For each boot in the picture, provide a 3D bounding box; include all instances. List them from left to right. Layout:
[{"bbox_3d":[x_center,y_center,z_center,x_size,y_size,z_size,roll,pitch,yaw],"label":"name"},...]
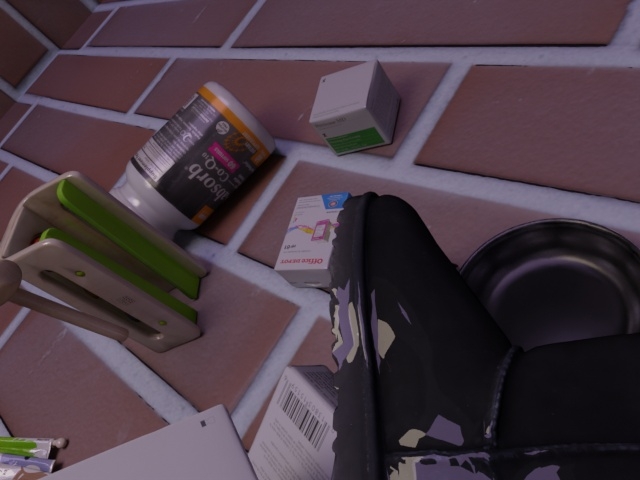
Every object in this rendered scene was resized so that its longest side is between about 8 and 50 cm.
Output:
[{"bbox_3d":[0.238,0.078,0.394,0.446,0.146,0.366,-12,52,16],"label":"boot"}]

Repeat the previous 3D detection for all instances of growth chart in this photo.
[{"bbox_3d":[-0.450,0.371,0.763,0.172,0.021,0.237,-4,35,3],"label":"growth chart"}]

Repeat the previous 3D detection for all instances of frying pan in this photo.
[{"bbox_3d":[0.168,0.073,0.572,0.326,0.053,0.197,-6,55,33],"label":"frying pan"}]

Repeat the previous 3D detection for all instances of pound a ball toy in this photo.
[{"bbox_3d":[-0.309,0.065,0.739,0.136,0.319,0.208,-22,48,22],"label":"pound a ball toy"}]

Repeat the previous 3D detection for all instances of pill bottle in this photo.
[{"bbox_3d":[-0.223,-0.119,0.931,0.278,0.162,0.162,-46,43,-1],"label":"pill bottle"}]

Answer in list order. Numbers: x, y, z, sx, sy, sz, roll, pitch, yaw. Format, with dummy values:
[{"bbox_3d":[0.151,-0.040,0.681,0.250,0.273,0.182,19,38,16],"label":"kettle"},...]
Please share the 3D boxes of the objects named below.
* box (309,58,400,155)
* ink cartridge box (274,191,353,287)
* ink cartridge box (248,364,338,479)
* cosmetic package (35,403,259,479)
[{"bbox_3d":[0.054,-0.200,0.838,0.101,0.087,0.101,-7,54,33],"label":"box"},{"bbox_3d":[0.000,0.000,0.753,0.089,0.052,0.122,-4,58,34],"label":"ink cartridge box"},{"bbox_3d":[0.016,0.292,0.518,0.275,0.060,0.238,35,107,46],"label":"ink cartridge box"},{"bbox_3d":[-0.146,0.281,0.425,0.224,0.224,0.138,-18,47,-20],"label":"cosmetic package"}]
